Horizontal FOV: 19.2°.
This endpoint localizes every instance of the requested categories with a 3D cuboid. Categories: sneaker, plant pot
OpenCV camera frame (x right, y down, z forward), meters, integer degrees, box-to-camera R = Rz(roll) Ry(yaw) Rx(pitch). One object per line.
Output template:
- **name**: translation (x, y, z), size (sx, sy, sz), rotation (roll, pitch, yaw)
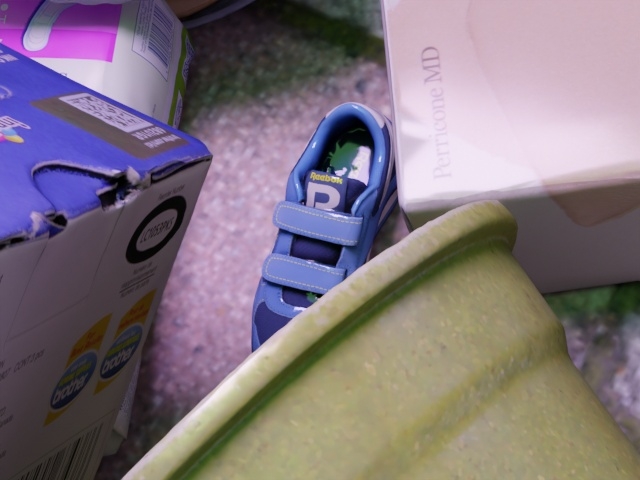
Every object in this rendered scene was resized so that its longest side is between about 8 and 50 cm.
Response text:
- **sneaker**: translation (0.000, 0.000, 0.876), size (0.053, 0.059, 0.144), rotation (13, 71, 14)
- **plant pot**: translation (0.056, 0.170, 0.700), size (0.276, 0.276, 0.254), rotation (-42, 77, -8)

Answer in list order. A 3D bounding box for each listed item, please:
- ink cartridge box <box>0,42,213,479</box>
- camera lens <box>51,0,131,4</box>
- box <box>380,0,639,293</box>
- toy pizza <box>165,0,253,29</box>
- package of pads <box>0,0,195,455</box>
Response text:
- **ink cartridge box**: translation (-0.182, 0.077, 0.674), size (0.151, 0.270, 0.395), rotation (26, 106, 9)
- **camera lens**: translation (-0.103, -0.272, 0.865), size (0.219, 0.219, 0.274), rotation (-9, 49, 8)
- **box**: translation (0.188, -0.073, 0.833), size (0.311, 0.121, 0.148), rotation (-9, 67, 8)
- **toy pizza**: translation (-0.085, -0.201, 0.993), size (0.201, 0.032, 0.201), rotation (-4, 67, 10)
- **package of pads**: translation (-0.223, -0.015, 0.905), size (0.296, 0.101, 0.229), rotation (1, 67, 13)
